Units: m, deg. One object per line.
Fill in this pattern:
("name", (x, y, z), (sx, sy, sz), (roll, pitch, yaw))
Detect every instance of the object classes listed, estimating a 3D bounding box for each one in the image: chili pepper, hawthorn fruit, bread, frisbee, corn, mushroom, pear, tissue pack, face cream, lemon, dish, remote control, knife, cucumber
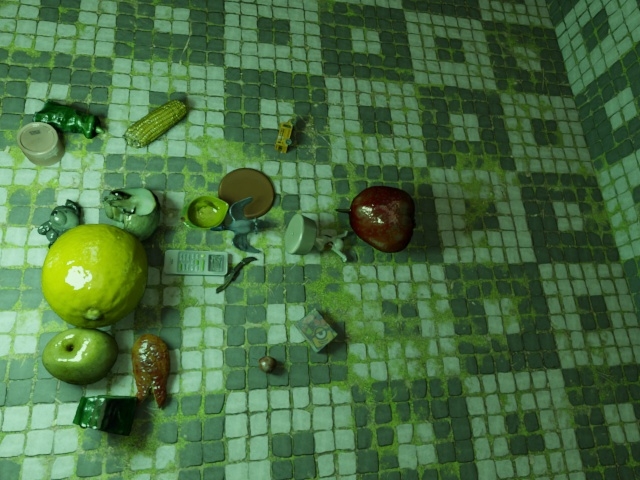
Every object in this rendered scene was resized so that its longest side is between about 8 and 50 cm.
("chili pepper", (-1.036, -0.499, 1.938), (0.270, 0.099, 0.136), (15, 43, -1))
("hawthorn fruit", (-0.221, 0.474, 1.803), (0.103, 0.067, 0.067), (29, 66, 15))
("bread", (-0.622, 0.476, 1.688), (0.139, 0.095, 0.269), (-1, 75, -6))
("frisbee", (-0.325, -0.210, 2.041), (0.250, 0.021, 0.251), (4, 72, -12))
("corn", (-0.716, -0.508, 2.008), (0.115, 0.115, 0.318), (42, 67, 4))
("mushroom", (-0.733, -0.093, 1.830), (0.267, 0.164, 0.189), (29, 34, 34))
("pear", (-0.829, 0.405, 1.611), (0.228, 0.211, 0.188), (-8, 54, -3))
("tissue pack", (-0.021, 0.366, 1.885), (0.108, 0.060, 0.148), (-37, 81, -23))
("face cream", (-1.129, -0.388, 1.869), (0.149, 0.104, 0.149), (4, 70, -12))
("lemon", (-0.781, 0.143, 1.602), (0.363, 0.364, 0.365), (4, 70, -12))
("dish", (-0.486, -0.106, 1.934), (0.207, 0.080, 0.149), (-19, 80, -20))
("hawthorn fruit", (0.240, -0.101, 2.009), (0.368, 0.285, 0.285), (12, 68, 0))
("remote control", (-0.505, 0.093, 1.883), (0.249, 0.034, 0.103), (4, 70, -12))
("knife", (-0.357, 0.134, 1.910), (0.045, 0.021, 0.222), (46, 67, 2))
("cucumber", (-0.723, 0.591, 1.568), (0.191, 0.191, 0.130), (7, 69, -11))

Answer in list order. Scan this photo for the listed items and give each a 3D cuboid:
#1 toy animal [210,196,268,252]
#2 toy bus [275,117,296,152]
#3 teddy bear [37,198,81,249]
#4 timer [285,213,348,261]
("toy animal", (-0.325, -0.065, 1.924), (0.176, 0.255, 0.239), (-1, 90, 24))
("toy bus", (-0.163, -0.494, 2.152), (0.074, 0.069, 0.162), (14, 69, -6))
("teddy bear", (-0.987, -0.037, 1.761), (0.171, 0.144, 0.251), (-31, 77, -7))
("timer", (0.000, 0.000, 1.990), (0.265, 0.175, 0.175), (14, 67, -25))
